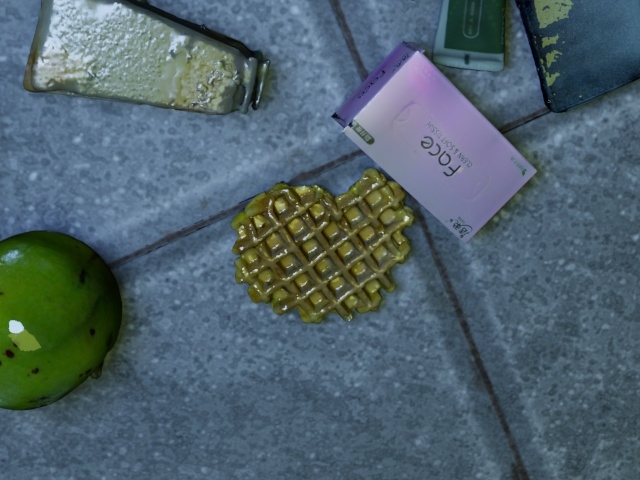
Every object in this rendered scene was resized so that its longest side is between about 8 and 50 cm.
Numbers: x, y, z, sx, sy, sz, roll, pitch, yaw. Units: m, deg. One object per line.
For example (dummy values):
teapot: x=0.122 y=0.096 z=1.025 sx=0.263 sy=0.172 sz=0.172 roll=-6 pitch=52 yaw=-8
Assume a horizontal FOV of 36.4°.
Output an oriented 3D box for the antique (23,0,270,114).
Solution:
antique: x=-0.208 y=-0.227 z=1.208 sx=0.284 sy=0.125 sz=0.150 roll=13 pitch=107 yaw=-14

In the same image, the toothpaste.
toothpaste: x=0.207 y=-0.403 z=1.226 sx=0.098 sy=0.061 sz=0.392 roll=8 pitch=121 yaw=10

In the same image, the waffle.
waffle: x=0.000 y=0.000 z=1.364 sx=0.253 sy=0.056 sz=0.249 roll=19 pitch=105 yaw=-14

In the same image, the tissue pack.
tissue pack: x=0.156 y=-0.134 z=1.322 sx=0.246 sy=0.092 sz=0.148 roll=40 pitch=98 yaw=-19

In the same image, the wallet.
wallet: x=0.339 y=-0.370 z=1.291 sx=0.190 sy=0.046 sz=0.379 roll=-22 pitch=113 yaw=2

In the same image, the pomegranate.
pomegranate: x=-0.403 y=0.079 z=1.247 sx=0.301 sy=0.236 sz=0.236 roll=32 pitch=103 yaw=3
